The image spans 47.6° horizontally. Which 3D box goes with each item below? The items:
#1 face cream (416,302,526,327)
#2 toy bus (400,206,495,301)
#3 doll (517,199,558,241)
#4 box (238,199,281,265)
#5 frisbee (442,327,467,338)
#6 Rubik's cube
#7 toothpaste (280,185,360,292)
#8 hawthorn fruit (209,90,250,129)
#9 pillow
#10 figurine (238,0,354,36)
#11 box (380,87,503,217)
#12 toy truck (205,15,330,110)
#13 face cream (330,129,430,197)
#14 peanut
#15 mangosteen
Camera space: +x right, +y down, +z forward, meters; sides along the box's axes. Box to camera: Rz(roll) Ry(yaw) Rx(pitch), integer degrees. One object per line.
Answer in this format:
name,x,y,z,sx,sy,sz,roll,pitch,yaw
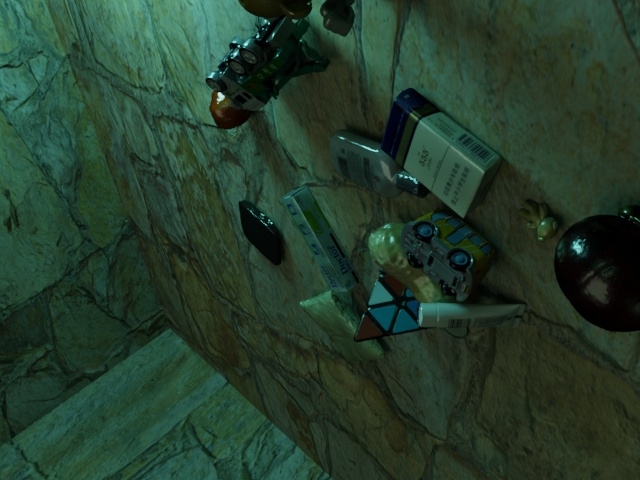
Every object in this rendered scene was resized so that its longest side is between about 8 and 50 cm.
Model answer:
face cream,0.348,0.174,1.686,0.092,0.243,0.058,89,-178,-51
toy bus,0.293,0.021,1.643,0.209,0.136,0.126,42,151,25
doll,0.433,-0.042,1.440,0.093,0.051,0.062,40,122,21
box,-0.208,-0.027,2.510,0.212,0.042,0.201,39,149,31
frisbee,0.345,0.214,1.918,0.110,0.014,0.110,39,151,27
Rubik's cube,0.242,0.204,1.892,0.234,0.250,0.284,11,127,38
toothpaste,0.000,0.000,2.176,0.337,0.067,0.081,60,152,-11
hawthorn fruit,-0.259,-0.382,2.097,0.140,0.125,0.125,36,148,35
pillow,0.073,0.283,2.379,0.281,0.076,0.274,50,156,-4
figurine,-0.043,-0.526,1.396,0.342,0.285,0.167,31,143,36
box,0.250,-0.187,1.548,0.259,0.071,0.168,45,152,20
toy truck,-0.137,-0.435,1.774,0.178,0.177,0.363,39,157,-23
face cream,0.142,-0.173,1.739,0.291,0.071,0.144,28,144,43
peanut,0.256,0.075,1.777,0.313,0.149,0.149,47,153,8
mangosteen,0.522,0.049,1.243,0.216,0.216,0.216,39,149,28
